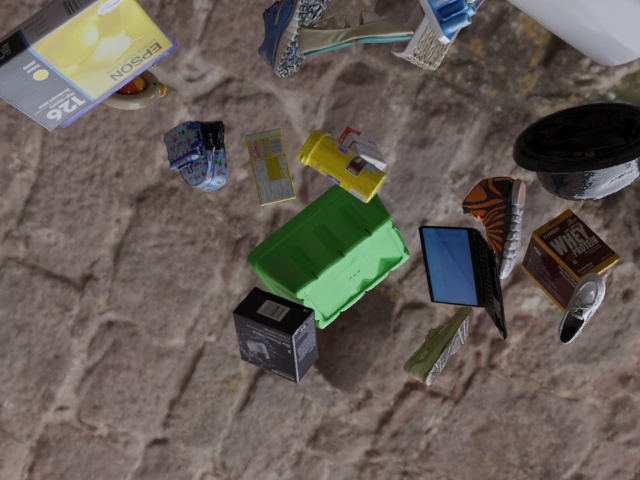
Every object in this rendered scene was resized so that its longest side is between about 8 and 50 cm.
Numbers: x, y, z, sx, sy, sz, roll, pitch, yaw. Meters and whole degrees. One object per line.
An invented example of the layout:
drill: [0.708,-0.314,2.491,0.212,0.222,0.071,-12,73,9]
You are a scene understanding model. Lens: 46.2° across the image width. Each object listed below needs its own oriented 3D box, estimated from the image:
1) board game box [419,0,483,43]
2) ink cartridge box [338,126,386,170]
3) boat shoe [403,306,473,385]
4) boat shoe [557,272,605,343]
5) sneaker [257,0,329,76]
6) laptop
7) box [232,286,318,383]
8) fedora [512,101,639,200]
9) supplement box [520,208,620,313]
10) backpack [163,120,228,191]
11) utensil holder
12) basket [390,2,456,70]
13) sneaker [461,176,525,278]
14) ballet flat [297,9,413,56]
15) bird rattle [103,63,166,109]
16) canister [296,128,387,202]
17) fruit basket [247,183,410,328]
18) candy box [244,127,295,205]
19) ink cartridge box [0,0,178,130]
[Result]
board game box: [0.171,-0.540,1.160,0.050,0.390,0.390,-19,-160,33]
ink cartridge box: [0.117,-0.249,2.126,0.056,0.099,0.135,-53,-145,29]
boat shoe: [0.359,0.298,2.249,0.302,0.098,0.109,-47,143,-29]
boat shoe: [0.591,0.159,1.716,0.063,0.066,0.184,-41,158,-55]
sneaker: [-0.084,-0.612,1.996,0.130,0.147,0.330,-12,135,-56]
laptop: [0.352,0.100,1.872,0.264,0.137,0.234,-102,179,-67]
box: [-0.096,0.207,1.638,0.093,0.156,0.158,-49,147,-40]
fedora: [0.630,-0.194,1.767,0.334,0.334,0.152,-70,145,-49]
supplement box: [0.663,0.060,2.010,0.129,0.191,0.194,-31,151,-14]
backpack: [-0.317,-0.212,1.943,0.158,0.117,0.173,-12,-91,44]
utensil holder: [0.534,-0.582,1.532,0.327,0.385,0.327,-47,-154,32]
basket: [0.273,-0.521,1.896,0.167,0.103,0.113,-59,-162,7]
sneaker: [0.538,-0.044,2.378,0.124,0.180,0.321,12,86,-63]
ballet flat: [0.070,-0.450,1.597,0.086,0.248,0.086,-8,90,-84]
bird rattle: [-0.512,-0.406,1.910,0.253,0.207,0.143,-27,144,-44]
canister: [0.047,-0.152,1.537,0.073,0.170,0.126,-57,177,14]
fruit basket: [0.000,0.000,1.899,0.283,0.392,0.392,57,46,-45]
candy box: [-0.143,-0.210,2.146,0.027,0.105,0.206,-106,-176,-81]
ink cartridge box: [-0.439,-0.334,1.418,0.304,0.072,0.307,-34,159,4]
